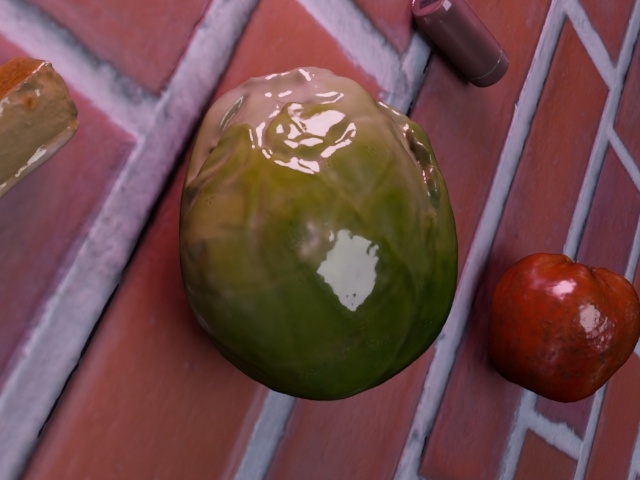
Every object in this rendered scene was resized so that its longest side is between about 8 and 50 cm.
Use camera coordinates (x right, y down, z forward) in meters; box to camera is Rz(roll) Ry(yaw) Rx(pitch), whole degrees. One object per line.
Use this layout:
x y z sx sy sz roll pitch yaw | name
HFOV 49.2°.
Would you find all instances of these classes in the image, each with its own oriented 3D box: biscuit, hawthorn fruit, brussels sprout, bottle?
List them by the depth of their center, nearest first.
-0.222 -0.034 0.409 0.188 0.052 0.056 -52 138 -28 | biscuit
0.000 0.000 0.532 0.244 0.244 0.244 -4 95 -45 | brussels sprout
0.157 -0.225 0.774 0.140 0.053 0.053 32 70 -41 | bottle
0.287 0.104 0.850 0.189 0.189 0.189 -4 95 -45 | hawthorn fruit
